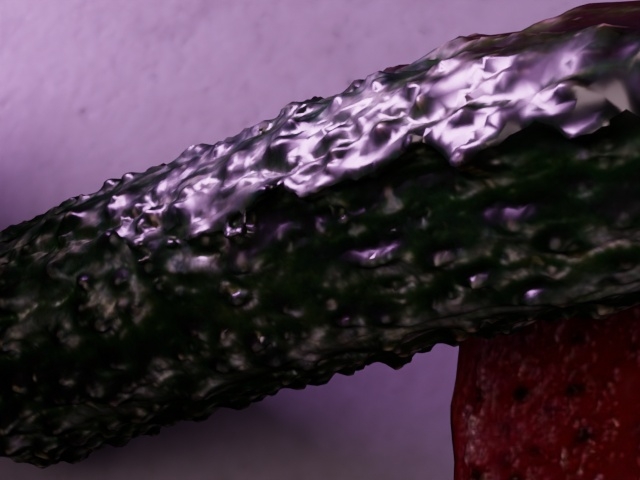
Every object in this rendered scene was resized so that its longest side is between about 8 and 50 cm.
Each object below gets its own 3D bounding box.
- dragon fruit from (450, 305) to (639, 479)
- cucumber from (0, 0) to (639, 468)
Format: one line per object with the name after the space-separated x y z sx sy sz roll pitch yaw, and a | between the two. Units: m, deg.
0.135 0.077 0.498 0.126 0.161 0.274 -13 69 50 | dragon fruit
0.000 0.000 0.486 0.359 0.096 0.096 -21 59 47 | cucumber
